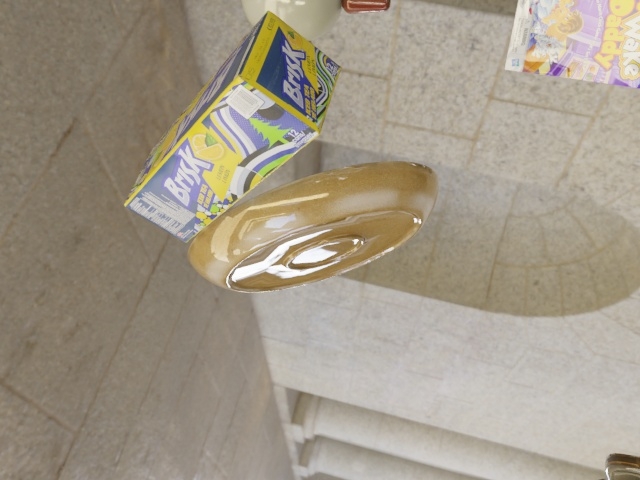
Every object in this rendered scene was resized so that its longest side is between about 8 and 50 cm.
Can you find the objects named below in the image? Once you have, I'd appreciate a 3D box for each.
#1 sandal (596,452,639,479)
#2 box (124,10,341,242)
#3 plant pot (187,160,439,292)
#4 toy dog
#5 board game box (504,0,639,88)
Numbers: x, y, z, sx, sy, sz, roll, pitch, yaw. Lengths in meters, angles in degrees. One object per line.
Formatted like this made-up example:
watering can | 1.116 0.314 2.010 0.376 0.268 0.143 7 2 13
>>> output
sandal | 0.351 0.288 0.672 0.219 0.089 0.060 82 19 -55
box | -0.062 -0.062 0.381 0.168 0.054 0.059 -30 -144 47
plant pot | 0.000 0.000 0.548 0.236 0.236 0.033 75 -3 -73
toy dog | -0.010 -0.321 0.678 0.220 0.160 0.334 92 -3 -68
board game box | 0.449 -0.437 0.961 0.078 0.233 0.348 -48 147 -56
